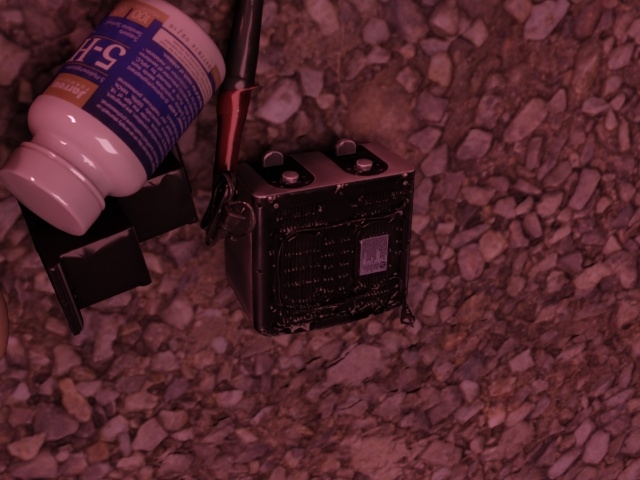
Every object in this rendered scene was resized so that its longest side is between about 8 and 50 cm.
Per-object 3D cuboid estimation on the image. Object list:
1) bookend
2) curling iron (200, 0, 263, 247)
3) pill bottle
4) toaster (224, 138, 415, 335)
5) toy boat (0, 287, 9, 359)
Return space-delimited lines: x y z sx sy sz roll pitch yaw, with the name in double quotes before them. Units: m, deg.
"bookend" -0.171 -0.013 1.036 0.157 0.156 0.072 -23 125 -14
"curling iron" -0.067 -0.127 1.049 0.035 0.068 0.274 7 93 -33
"pill bottle" -0.172 -0.101 0.972 0.186 0.112 0.112 -56 130 -21
"toaster" 0.000 0.000 1.155 0.168 0.110 0.185 -11 121 -19
"toy boat" -0.355 -0.007 0.974 0.267 0.148 0.318 25 112 -30
